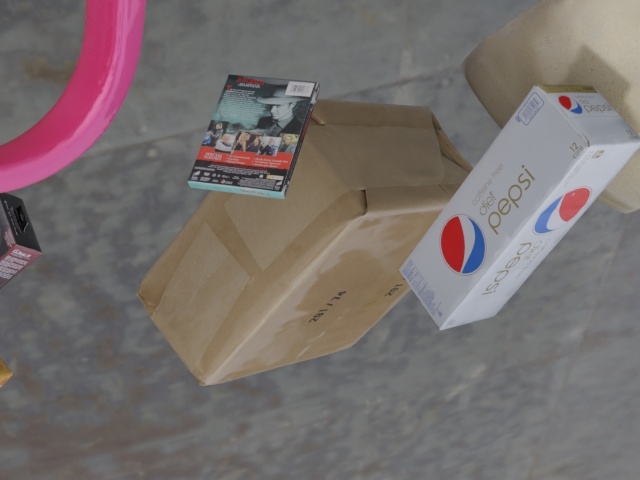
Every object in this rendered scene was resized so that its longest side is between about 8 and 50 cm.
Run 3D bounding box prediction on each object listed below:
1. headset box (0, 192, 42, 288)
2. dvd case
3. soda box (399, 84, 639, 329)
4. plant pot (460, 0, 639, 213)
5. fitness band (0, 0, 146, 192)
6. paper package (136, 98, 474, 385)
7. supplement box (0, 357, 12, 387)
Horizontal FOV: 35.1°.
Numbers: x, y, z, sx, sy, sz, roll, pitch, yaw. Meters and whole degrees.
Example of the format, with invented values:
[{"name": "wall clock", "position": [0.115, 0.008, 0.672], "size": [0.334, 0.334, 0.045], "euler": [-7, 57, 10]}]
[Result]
[{"name": "headset box", "position": [-0.276, 0.003, 0.853], "size": [0.083, 0.062, 0.032], "euler": [-38, 150, 17]}, {"name": "dvd case", "position": [-0.056, -0.092, 0.872], "size": [0.087, 0.119, 0.013], "euler": [7, 151, 16]}, {"name": "soda box", "position": [0.154, -0.024, 0.809], "size": [0.074, 0.069, 0.216], "euler": [-8, 144, -40]}, {"name": "plant pot", "position": [0.298, -0.137, 0.920], "size": [0.284, 0.191, 0.284], "euler": [-25, 176, -2]}, {"name": "fitness band", "position": [-0.203, -0.150, 0.695], "size": [0.209, 0.054, 0.291], "euler": [-39, 156, -40]}, {"name": "paper package", "position": [0.000, 0.000, 1.216], "size": [0.309, 0.168, 0.325], "euler": [-7, 145, -51]}, {"name": "supplement box", "position": [-0.439, 0.151, 1.099], "size": [0.078, 0.080, 0.233], "euler": [-46, 169, 9]}]
